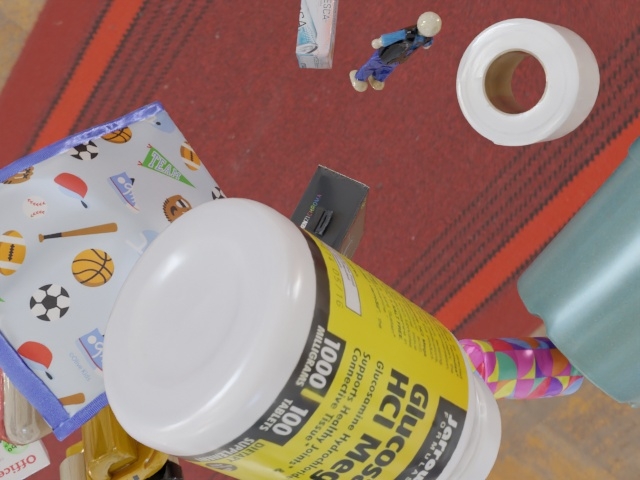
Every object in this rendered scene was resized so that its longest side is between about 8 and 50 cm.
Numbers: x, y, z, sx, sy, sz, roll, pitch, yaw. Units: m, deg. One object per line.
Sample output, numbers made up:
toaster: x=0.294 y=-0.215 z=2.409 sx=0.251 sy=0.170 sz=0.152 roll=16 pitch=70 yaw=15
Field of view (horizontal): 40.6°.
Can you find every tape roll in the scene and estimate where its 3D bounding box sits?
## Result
tape roll: x=0.415 y=-0.315 z=1.728 sx=0.246 sy=0.169 sz=0.246 roll=5 pitch=101 yaw=30

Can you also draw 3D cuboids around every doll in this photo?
doll: x=0.127 y=-0.304 z=1.373 sx=0.189 sy=0.129 sz=0.046 roll=-37 pitch=70 yaw=52

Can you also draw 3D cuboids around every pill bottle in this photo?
pill bottle: x=0.007 y=0.116 z=0.703 sx=0.188 sy=0.188 sz=0.334 roll=-28 pitch=139 yaw=27

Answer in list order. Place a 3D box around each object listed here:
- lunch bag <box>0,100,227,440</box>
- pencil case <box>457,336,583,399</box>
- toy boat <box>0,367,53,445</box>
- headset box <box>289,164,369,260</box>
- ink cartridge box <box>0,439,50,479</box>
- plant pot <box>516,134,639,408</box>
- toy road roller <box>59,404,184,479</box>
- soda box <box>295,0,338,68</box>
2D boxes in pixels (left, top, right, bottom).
lunch bag: x=-0.302 y=0.040 z=1.162 sx=0.328 sy=0.385 sz=0.239 roll=52 pitch=129 yaw=0
pencil case: x=0.288 y=0.193 z=1.286 sx=0.236 sy=0.104 sz=0.104 roll=2 pitch=130 yaw=-35
toy boat: x=-0.474 y=0.191 z=1.328 sx=0.151 sy=0.151 sz=0.231 roll=4 pitch=96 yaw=17
headset box: x=0.000 y=0.000 z=1.955 sx=0.131 sy=0.246 sz=0.283 roll=25 pitch=161 yaw=9
ink cartridge box: x=-0.687 y=0.364 z=1.711 sx=0.270 sy=0.198 sz=0.197 roll=63 pitch=159 yaw=-2
plant pot: x=0.482 y=0.036 z=1.220 sx=0.341 sy=0.341 sz=0.334 roll=41 pitch=110 yaw=-8
toy road roller: x=-0.484 y=0.496 z=1.957 sx=0.329 sy=0.203 sz=0.240 roll=-29 pitch=139 yaw=10
soda box: x=-0.004 y=-0.406 z=1.568 sx=0.062 sy=0.183 sz=0.058 roll=3 pitch=163 yaw=8
